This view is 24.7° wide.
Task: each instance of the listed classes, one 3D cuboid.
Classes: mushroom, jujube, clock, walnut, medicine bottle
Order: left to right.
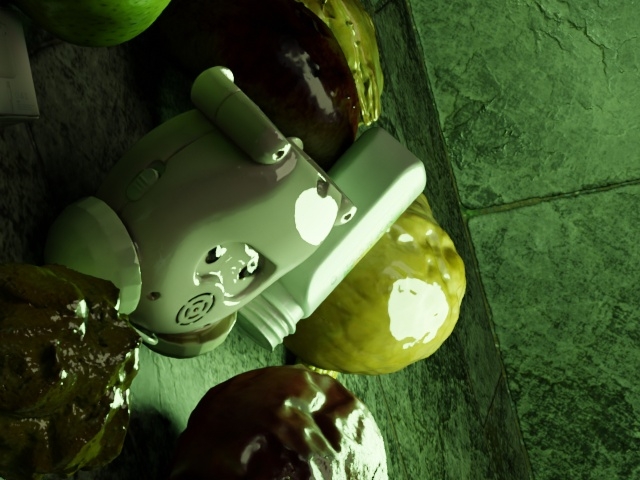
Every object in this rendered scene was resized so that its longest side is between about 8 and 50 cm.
[{"bbox_3d":[-0.149,-0.012,1.791,0.184,0.326,0.342,51,4,33],"label":"clock"},{"bbox_3d":[-0.103,-0.186,2.106,0.334,0.331,0.356,-150,-102,-74],"label":"mushroom"},{"bbox_3d":[-0.063,0.303,1.895,0.377,0.277,0.276,-33,110,-69],"label":"jujube"},{"bbox_3d":[0.000,0.000,2.019,0.124,0.324,0.179,43,-15,5],"label":"medicine bottle"},{"bbox_3d":[0.044,0.043,2.294,0.398,0.308,0.354,23,28,-55],"label":"walnut"}]

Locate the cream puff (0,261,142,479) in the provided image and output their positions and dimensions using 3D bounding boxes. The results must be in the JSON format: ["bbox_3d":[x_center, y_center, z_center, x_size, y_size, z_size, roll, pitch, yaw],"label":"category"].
[{"bbox_3d":[-0.287,0.129,1.525,0.244,0.196,0.244,-170,-90,-88],"label":"cream puff"}]

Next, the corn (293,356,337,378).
[{"bbox_3d":[0.007,0.183,2.466,0.238,0.080,0.080,-63,138,-63],"label":"corn"}]

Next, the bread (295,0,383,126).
[{"bbox_3d":[0.016,-0.326,2.611,0.370,0.192,0.314,-56,131,-66],"label":"bread"}]

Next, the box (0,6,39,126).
[{"bbox_3d":[-0.373,-0.195,1.622,0.130,0.051,0.129,-11,89,-72],"label":"box"}]

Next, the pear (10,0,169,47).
[{"bbox_3d":[-0.287,-0.353,1.671,0.238,0.342,0.318,-49,160,-22],"label":"pear"}]
